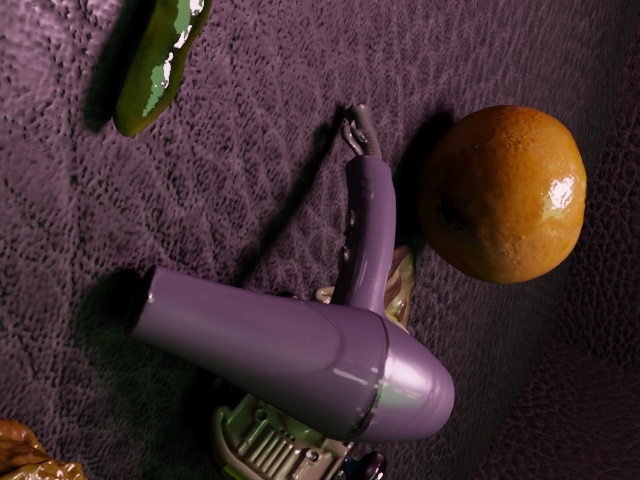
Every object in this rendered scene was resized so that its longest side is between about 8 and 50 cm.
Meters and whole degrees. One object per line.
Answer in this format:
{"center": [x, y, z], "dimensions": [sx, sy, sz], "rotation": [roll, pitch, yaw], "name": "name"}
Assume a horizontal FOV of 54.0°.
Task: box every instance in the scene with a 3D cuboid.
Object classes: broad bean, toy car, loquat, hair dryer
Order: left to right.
{"center": [-0.101, -0.181, 0.428], "dimensions": [0.069, 0.039, 0.227], "rotation": [-18, 123, -63], "name": "broad bean"}
{"center": [-0.016, 0.193, 0.719], "dimensions": [0.248, 0.204, 0.198], "rotation": [-48, 170, -32], "name": "toy car"}
{"center": [0.000, 0.000, 0.619], "dimensions": [0.301, 0.121, 0.361], "rotation": [25, 56, -22], "name": "hair dryer"}
{"center": [0.271, -0.066, 0.929], "dimensions": [0.263, 0.263, 0.263], "rotation": [-39, 140, -42], "name": "loquat"}

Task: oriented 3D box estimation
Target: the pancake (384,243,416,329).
{"center": [0.070, 0.138, 0.935], "dimensions": [0.294, 0.049, 0.294], "rotation": [-43, 146, -38], "name": "pancake"}

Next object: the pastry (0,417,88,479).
{"center": [-0.231, 0.212, 0.403], "dimensions": [0.189, 0.103, 0.189], "rotation": [-39, 139, -43], "name": "pastry"}
